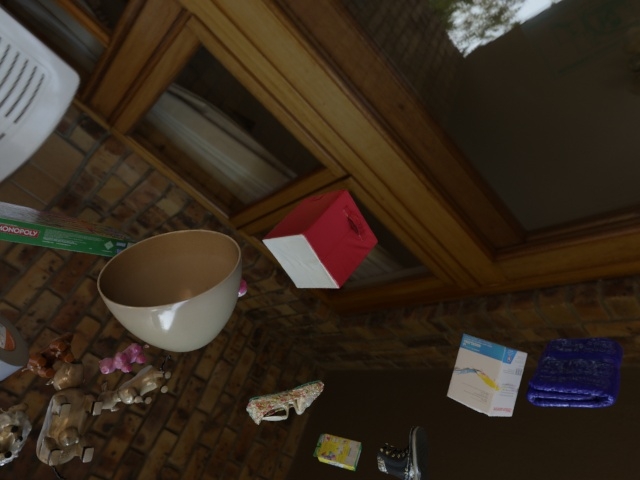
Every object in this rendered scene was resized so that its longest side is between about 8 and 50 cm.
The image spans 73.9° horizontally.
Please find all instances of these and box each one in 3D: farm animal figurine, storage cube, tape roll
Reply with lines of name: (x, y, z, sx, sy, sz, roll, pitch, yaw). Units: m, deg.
farm animal figurine: (-0.567, 0.377, 1.015, 0.172, 0.330, 0.326, -5, -123, 43)
storage cube: (0.000, 0.000, 1.148, 0.215, 0.183, 0.193, -6, -146, 51)
tape roll: (-0.934, 0.287, 1.196, 0.072, 0.219, 0.219, -35, -158, -13)

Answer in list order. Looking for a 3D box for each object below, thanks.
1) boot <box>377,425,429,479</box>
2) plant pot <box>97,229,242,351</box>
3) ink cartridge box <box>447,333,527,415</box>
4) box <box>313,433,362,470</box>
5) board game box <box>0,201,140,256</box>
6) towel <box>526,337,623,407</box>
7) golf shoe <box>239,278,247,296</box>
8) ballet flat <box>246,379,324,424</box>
boot: (0.279, 0.735, 1.472, 0.179, 0.236, 0.085, 4, -166, 43)
plant pot: (-0.300, 0.127, 0.921, 0.284, 0.190, 0.284, -3, -150, 2)
ink cartridge box: (0.586, 0.475, 1.500, 0.168, 0.171, 0.232, 10, -99, 50)
box: (0.069, 0.861, 1.737, 0.179, 0.043, 0.105, 5, -140, 23)
board game box: (-0.589, -0.025, 0.943, 0.214, 0.317, 0.046, 20, -88, 40)
towel: (0.751, 0.377, 1.259, 0.228, 0.076, 0.308, -19, -176, 40)
golf shoe: (-0.400, 0.210, 1.562, 0.307, 0.140, 0.115, -9, -150, 15)
ballet flat: (-0.095, 0.481, 1.249, 0.091, 0.241, 0.077, 104, -30, -49)
